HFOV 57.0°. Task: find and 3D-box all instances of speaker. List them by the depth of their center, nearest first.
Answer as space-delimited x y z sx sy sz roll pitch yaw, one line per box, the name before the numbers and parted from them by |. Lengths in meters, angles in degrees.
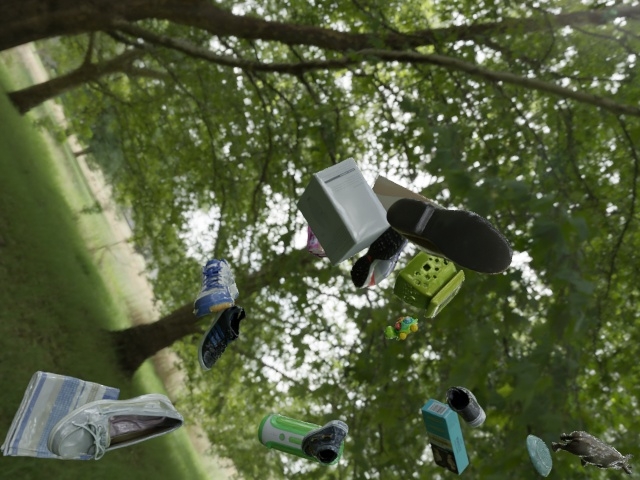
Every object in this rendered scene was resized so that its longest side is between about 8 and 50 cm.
speaker | -0.072 0.698 2.073 0.296 0.131 0.131 4 -56 32

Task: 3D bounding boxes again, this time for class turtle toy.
turtle toy | 0.289 0.314 2.106 0.066 0.130 0.095 56 4 7

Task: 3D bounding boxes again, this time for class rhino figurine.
rhino figurine | 0.767 0.590 1.624 0.243 0.073 0.106 26 -30 -14

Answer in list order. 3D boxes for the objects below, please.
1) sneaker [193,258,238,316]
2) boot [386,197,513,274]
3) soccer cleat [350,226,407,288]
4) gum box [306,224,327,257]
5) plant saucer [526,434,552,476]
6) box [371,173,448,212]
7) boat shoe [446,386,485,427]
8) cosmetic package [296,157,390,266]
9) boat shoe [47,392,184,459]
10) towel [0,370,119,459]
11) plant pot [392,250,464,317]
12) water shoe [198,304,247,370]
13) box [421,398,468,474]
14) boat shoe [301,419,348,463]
sneaker | -0.295 0.122 1.602 0.296 0.111 0.131 -136 -148 -83
boot | 0.285 0.002 1.264 0.305 0.112 0.115 29 -14 43
soccer cleat | 0.211 0.046 1.899 0.318 0.116 0.109 -57 -134 45
gum box | 0.000 0.000 2.252 0.188 0.062 0.107 33 58 -71
plant saucer | 0.645 0.626 1.724 0.021 0.119 0.119 -33 -100 32
box | 0.336 -0.118 2.201 0.311 0.121 0.148 29 5 13
boat shoe | 0.403 0.465 1.711 0.076 0.080 0.228 49 4 -8
cosmetic package | 0.064 -0.076 1.693 0.225 0.138 0.224 60 -23 9
boat shoe | -0.495 0.459 1.445 0.103 0.320 0.118 21 -76 44
towel | -0.668 0.465 1.542 0.034 0.209 0.285 8 -17 32
plant pot | 0.455 0.174 2.435 0.207 0.227 0.228 43 -18 20
water shoe | -0.277 0.271 1.665 0.080 0.203 0.073 1 -32 35
box | 0.407 0.641 1.927 0.100 0.060 0.244 9 -56 47
boat shoe | -0.004 0.508 1.442 0.065 0.083 0.183 36 -48 -6
